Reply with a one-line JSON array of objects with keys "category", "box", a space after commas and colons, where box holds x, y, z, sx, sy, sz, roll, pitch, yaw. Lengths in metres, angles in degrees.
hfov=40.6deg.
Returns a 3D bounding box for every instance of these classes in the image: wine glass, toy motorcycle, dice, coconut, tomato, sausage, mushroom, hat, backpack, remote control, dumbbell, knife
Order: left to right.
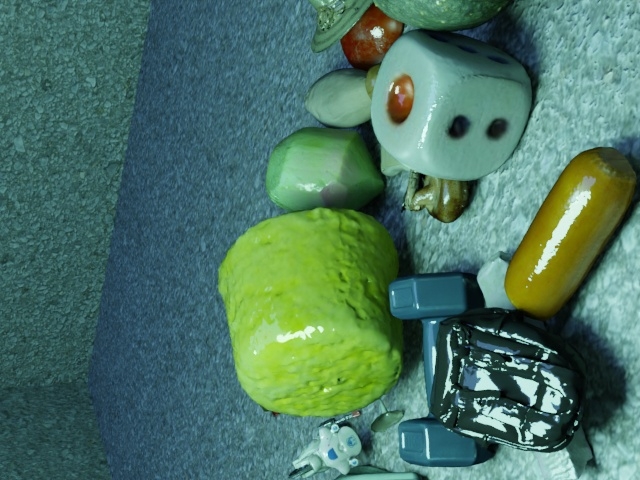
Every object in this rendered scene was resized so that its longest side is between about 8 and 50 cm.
[{"category": "coconut", "box": [0.014, -0.127, 1.742, 0.236, 0.236, 0.204, -40, 29, 56]}, {"category": "toy motorcycle", "box": [0.019, 0.417, 1.734, 0.102, 0.150, 0.221, 59, -168, 4]}, {"category": "hat", "box": [0.027, -0.504, 1.716, 0.252, 0.110, 0.252, -44, 24, 25]}, {"category": "mushroom", "box": [0.065, -0.287, 1.730, 0.350, 0.128, 0.128, 4, 92, 61]}, {"category": "wine glass", "box": [0.089, 0.250, 1.716, 0.074, 0.074, 0.262, -64, 35, 39]}, {"category": "tomato", "box": [0.090, -0.426, 1.735, 0.174, 0.082, 0.166, 128, 137, -53]}, {"category": "remote control", "box": [0.156, -0.162, 1.644, 0.122, 0.032, 0.074, -1, 89, 62]}, {"category": "knife", "box": [0.191, -0.227, 1.540, 0.089, 0.043, 0.365, -9, -73, -83]}, {"category": "dumbbell", "box": [0.198, 0.210, 1.420, 0.144, 0.156, 0.316, -8, 81, 31]}, {"category": "mushroom", "box": [0.212, -0.082, 1.475, 0.109, 0.085, 0.126, -58, 18, 11]}, {"category": "dice", "box": [0.204, -0.217, 1.378, 0.193, 0.192, 0.194, 55, 135, 51]}, {"category": "backpack", "box": [0.260, 0.200, 1.211, 0.258, 0.133, 0.206, 12, 94, 46]}, {"category": "sausage", "box": [0.341, -0.007, 1.196, 0.105, 0.105, 0.274, 63, 142, 43]}]

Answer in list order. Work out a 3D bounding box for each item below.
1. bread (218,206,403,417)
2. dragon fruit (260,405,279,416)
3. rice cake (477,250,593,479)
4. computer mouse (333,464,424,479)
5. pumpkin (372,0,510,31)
[{"category": "bread", "box": [-0.014, 0.138, 1.583, 0.348, 0.348, 0.307, 123, 151, -46]}, {"category": "dragon fruit", "box": [-0.049, 0.239, 1.850, 0.218, 0.198, 0.272, 135, 132, -65]}, {"category": "rice cake", "box": [0.315, 0.181, 1.282, 0.073, 0.056, 0.364, -43, 50, 41]}, {"category": "computer mouse", "box": [0.094, 0.529, 1.643, 0.371, 0.122, 0.188, -23, 69, 57]}, {"category": "pumpkin", "box": [0.203, -0.492, 1.323, 0.291, 0.258, 0.327, -103, 22, -52]}]
